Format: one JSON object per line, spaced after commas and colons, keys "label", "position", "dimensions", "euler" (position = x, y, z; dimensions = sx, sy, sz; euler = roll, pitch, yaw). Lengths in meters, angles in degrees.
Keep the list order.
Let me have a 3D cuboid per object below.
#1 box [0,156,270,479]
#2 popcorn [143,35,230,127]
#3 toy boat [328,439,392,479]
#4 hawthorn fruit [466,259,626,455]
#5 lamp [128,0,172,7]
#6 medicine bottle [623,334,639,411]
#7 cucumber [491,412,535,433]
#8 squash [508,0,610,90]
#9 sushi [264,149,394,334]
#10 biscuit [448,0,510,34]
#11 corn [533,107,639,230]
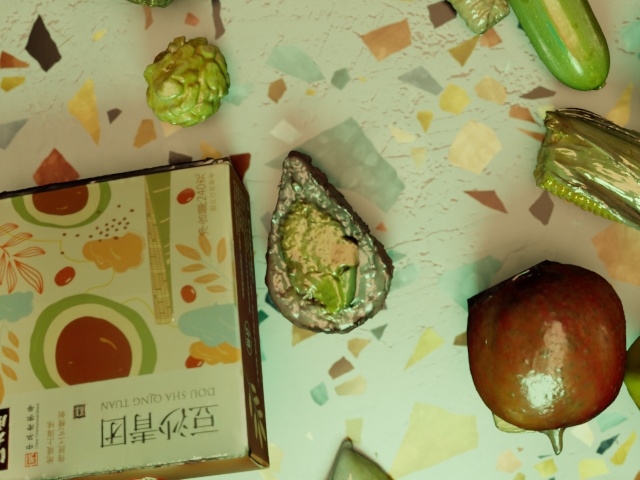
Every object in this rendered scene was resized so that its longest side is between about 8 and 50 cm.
{"label": "box", "position": [-0.257, 0.111, 1.189], "dimensions": [0.344, 0.122, 0.385], "euler": [-9, 67, 6]}
{"label": "popcorn", "position": [-0.178, -0.206, 1.226], "dimensions": [0.116, 0.106, 0.121], "euler": [9, 85, -31]}
{"label": "toy boat", "position": [0.047, 0.485, 1.326], "dimensions": [0.276, 0.111, 0.293], "euler": [42, 90, -10]}
{"label": "hawthorn fruit", "position": [0.284, 0.149, 1.192], "dimensions": [0.215, 0.215, 0.250], "euler": [-2, 88, 5]}
{"label": "lamp", "position": [-0.272, -0.397, 1.176], "dimensions": [0.273, 0.177, 0.177], "euler": [20, 100, 1]}
{"label": "medicine bottle", "position": [0.569, 0.268, 1.187], "dimensions": [0.224, 0.224, 0.384], "euler": [-32, 96, 9]}
{"label": "cucumber", "position": [0.290, 0.230, 1.297], "dimensions": [0.107, 0.035, 0.067], "euler": [-18, 79, 8]}
{"label": "squash", "position": [0.304, -0.270, 1.188], "dimensions": [0.095, 0.095, 0.188], "euler": [-27, 97, 8]}
{"label": "sushi", "position": [-0.013, 0.014, 1.250], "dimensions": [0.161, 0.107, 0.241], "euler": [-40, 86, 9]}
{"label": "biscuit", "position": [0.156, -0.361, 1.202], "dimensions": [0.061, 0.055, 0.219], "euler": [-39, 94, -1]}
{"label": "corn", "position": [0.413, -0.074, 1.193], "dimensions": [0.305, 0.122, 0.123], "euler": [20, 99, 3]}
